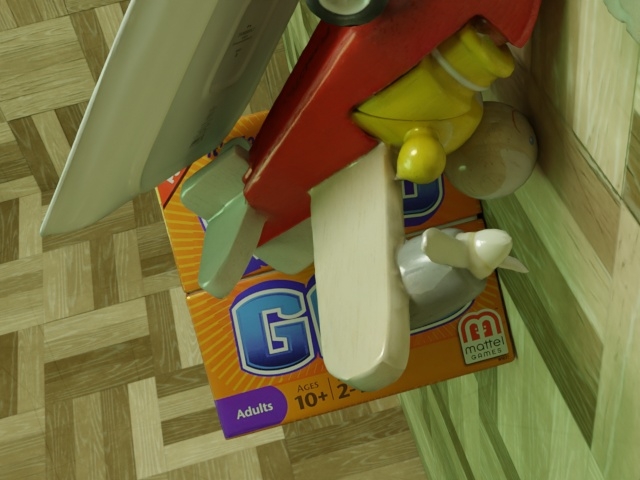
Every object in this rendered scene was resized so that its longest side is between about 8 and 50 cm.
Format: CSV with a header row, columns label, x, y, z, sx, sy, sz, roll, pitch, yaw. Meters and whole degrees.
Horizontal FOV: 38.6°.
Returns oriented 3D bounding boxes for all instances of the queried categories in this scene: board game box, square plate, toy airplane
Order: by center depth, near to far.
label,x,y,z,sx,sy,sz,roll,pitch,yaw
square plate,-0.082,-0.182,0.779,0.344,0.049,0.347,-61,-3,22
toy airplane,0.050,-0.086,0.782,0.384,0.272,0.386,-168,95,-72
board game box,0.000,0.000,1.210,0.356,0.356,0.357,-133,28,-82

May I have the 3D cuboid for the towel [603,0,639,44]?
label,x,y,z,sx,sy,sz,roll,pitch,yaw
towel,0.126,-0.308,0.429,0.317,0.053,0.332,78,176,-52
